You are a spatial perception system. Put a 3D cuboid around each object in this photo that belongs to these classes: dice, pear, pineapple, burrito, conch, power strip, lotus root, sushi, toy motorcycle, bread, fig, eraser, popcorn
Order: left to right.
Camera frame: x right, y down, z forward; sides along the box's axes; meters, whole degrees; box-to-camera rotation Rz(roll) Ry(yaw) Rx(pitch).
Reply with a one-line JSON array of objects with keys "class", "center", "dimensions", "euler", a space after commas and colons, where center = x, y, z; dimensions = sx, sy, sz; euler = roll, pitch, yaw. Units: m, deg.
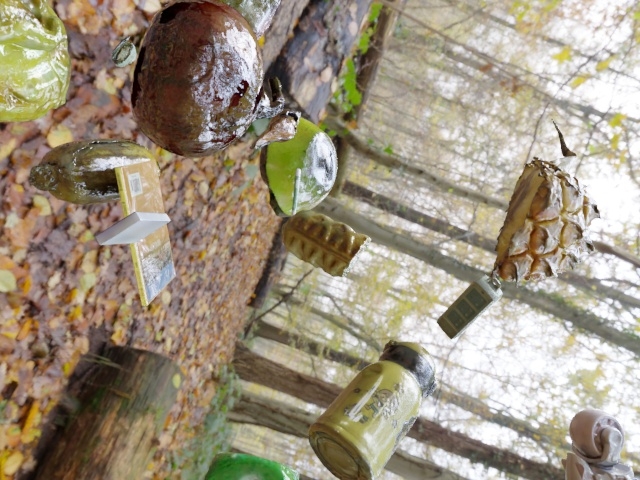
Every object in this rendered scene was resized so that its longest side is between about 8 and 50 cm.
[{"class": "popcorn", "center": [-0.556, -0.346, 0.826], "dimensions": [0.276, 0.225, 0.277], "euler": [-5, -95, 62]}, {"class": "lotus root", "center": [-0.663, -0.207, 1.449], "dimensions": [0.397, 0.179, 0.196], "euler": [-21, 95, -56]}, {"class": "burrito", "center": [-0.496, -0.473, 1.218], "dimensions": [0.074, 0.044, 0.118], "euler": [-53, -162, 0]}, {"class": "eraser", "center": [-0.400, -0.026, 1.033], "dimensions": [0.103, 0.023, 0.150], "euler": [-31, 178, 6]}, {"class": "fig", "center": [-0.179, -0.242, 0.732], "dimensions": [0.235, 0.214, 0.235], "euler": [-49, 180, 0]}, {"class": "dice", "center": [-0.230, 0.833, 1.461], "dimensions": [0.297, 0.287, 0.300], "euler": [105, 1, -56]}, {"class": "sushi", "center": [-0.147, -0.487, 0.979], "dimensions": [0.107, 0.241, 0.161], "euler": [-160, -123, -70]}, {"class": "conch", "center": [-0.113, -0.308, 1.346], "dimensions": [0.086, 0.080, 0.233], "euler": [-32, -156, 34]}, {"class": "pear", "center": [-0.052, -0.278, 1.827], "dimensions": [0.399, 0.165, 0.399], "euler": [-25, 120, -56]}, {"class": "bread", "center": [0.000, 0.000, 1.165], "dimensions": [0.128, 0.232, 0.088], "euler": [-60, 146, -8]}, {"class": "power strip", "center": [0.412, 0.191, 1.340], "dimensions": [0.052, 0.078, 0.272], "euler": [-26, 156, -31]}, {"class": "pineapple", "center": [0.421, -0.061, 0.836], "dimensions": [0.334, 0.161, 0.158], "euler": [-50, 157, -46]}, {"class": "toy motorcycle", "center": [0.411, 0.381, 0.701], "dimensions": [0.112, 0.112, 0.254], "euler": [124, -38, -76]}]

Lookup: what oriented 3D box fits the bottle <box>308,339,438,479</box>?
[{"class": "bottle", "center": [0.144, 0.370, 1.099], "dimensions": [0.351, 0.171, 0.171], "euler": [-38, 163, -37]}]

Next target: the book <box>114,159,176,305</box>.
[{"class": "book", "center": [-0.486, -0.035, 1.356], "dimensions": [0.262, 0.028, 0.374], "euler": [-96, 180, -77]}]

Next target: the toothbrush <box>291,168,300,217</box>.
[{"class": "toothbrush", "center": [-0.088, -0.120, 1.624], "dimensions": [0.024, 0.018, 0.257], "euler": [162, -64, -64]}]
